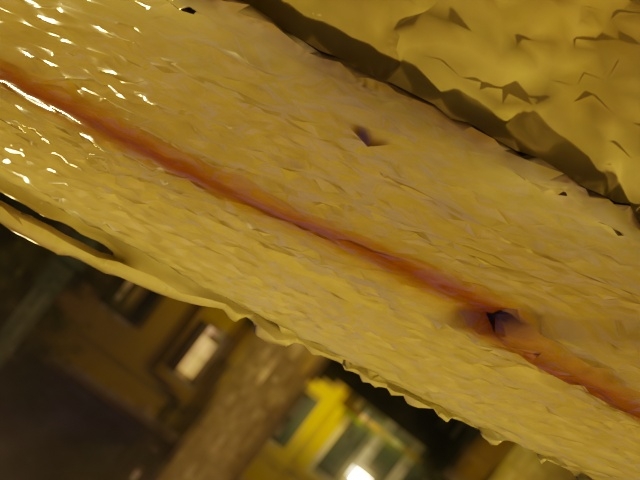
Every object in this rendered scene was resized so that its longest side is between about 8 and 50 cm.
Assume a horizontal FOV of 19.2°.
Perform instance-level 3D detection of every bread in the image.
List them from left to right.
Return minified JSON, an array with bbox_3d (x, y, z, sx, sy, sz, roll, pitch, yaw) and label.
[{"bbox_3d":[0.000,0.000,0.506,0.405,0.242,0.346,59,160,2],"label":"bread"}]
